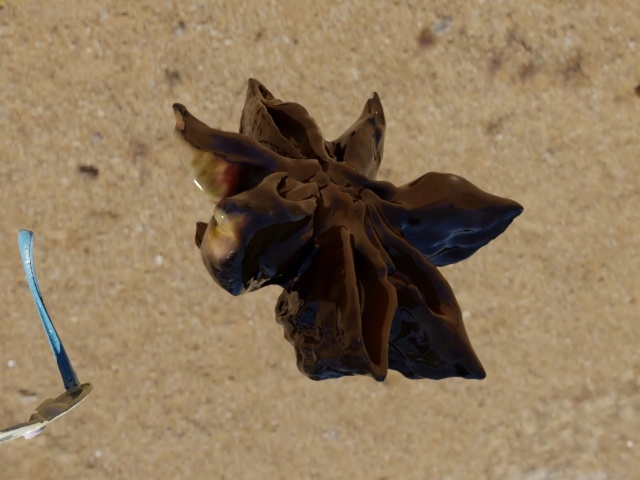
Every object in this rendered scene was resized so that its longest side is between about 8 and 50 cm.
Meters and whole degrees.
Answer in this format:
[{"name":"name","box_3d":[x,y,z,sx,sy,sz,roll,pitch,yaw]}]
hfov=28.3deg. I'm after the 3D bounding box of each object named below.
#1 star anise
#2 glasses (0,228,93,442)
[{"name":"star anise","box_3d":[0.007,-0.002,0.659,0.196,0.212,0.111,16,115,-7]},{"name":"glasses","box_3d":[-0.315,0.107,1.367,0.088,0.190,0.220,2,100,19]}]
